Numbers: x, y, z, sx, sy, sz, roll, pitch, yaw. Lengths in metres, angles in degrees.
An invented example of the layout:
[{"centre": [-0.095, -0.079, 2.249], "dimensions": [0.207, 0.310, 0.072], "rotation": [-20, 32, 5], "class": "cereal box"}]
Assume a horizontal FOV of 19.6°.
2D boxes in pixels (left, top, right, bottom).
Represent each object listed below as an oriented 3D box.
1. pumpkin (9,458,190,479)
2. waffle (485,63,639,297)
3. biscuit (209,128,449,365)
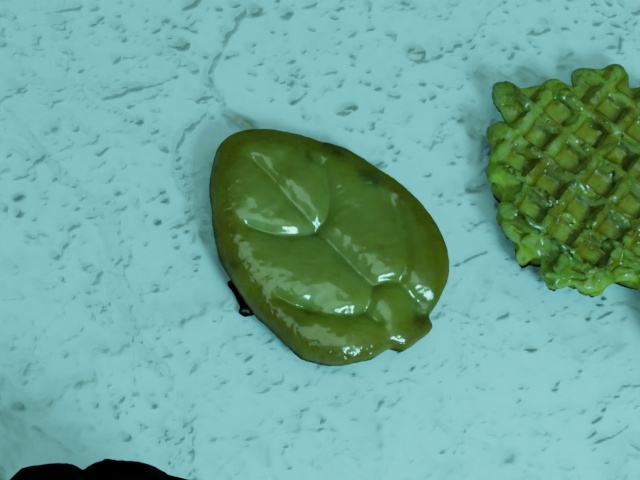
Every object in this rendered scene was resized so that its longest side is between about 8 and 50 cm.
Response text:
[{"centre": [-0.184, 0.341, 1.404], "dimensions": [0.363, 0.266, 0.363], "rotation": [2, 68, -4], "class": "pumpkin"}, {"centre": [0.274, -0.061, 1.759], "dimensions": [0.238, 0.058, 0.243], "rotation": [-2, 67, -11], "class": "waffle"}, {"centre": [0.000, -0.001, 1.695], "dimensions": [0.203, 0.041, 0.260], "rotation": [-39, 81, -21], "class": "biscuit"}]
